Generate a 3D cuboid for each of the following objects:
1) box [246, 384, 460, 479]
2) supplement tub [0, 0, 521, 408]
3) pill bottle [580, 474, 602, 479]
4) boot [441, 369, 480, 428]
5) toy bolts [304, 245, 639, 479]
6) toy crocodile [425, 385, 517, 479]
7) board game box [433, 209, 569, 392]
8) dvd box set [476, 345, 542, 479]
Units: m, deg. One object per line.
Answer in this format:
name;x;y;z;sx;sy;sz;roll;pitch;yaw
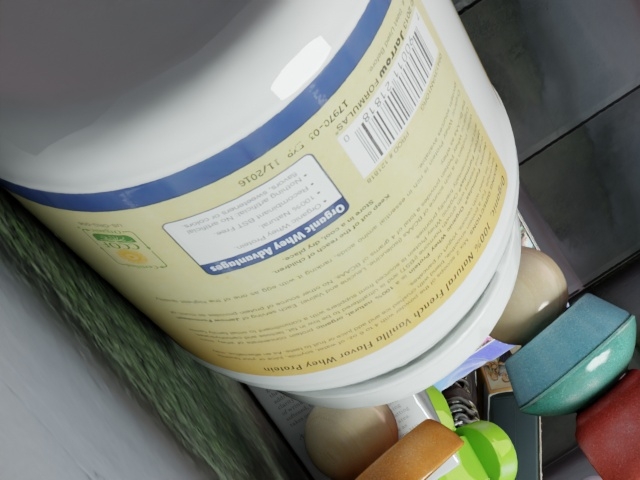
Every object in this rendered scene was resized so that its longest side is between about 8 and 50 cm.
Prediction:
box;0.007;0.090;0.932;0.170;0.091;0.130;56;4;-15
supplement tub;-0.029;-0.060;0.679;0.228;0.228;0.316;59;4;36
pill bottle;0.235;0.289;1.201;0.124;0.221;0.124;57;3;-5
boot;0.132;0.145;1.334;0.229;0.091;0.263;-92;171;-75
toy bolts;0.092;0.112;0.773;0.158;0.228;0.218;50;2;9
toy crocodile;0.130;0.260;1.101;0.115;0.105;0.340;-12;63;-41
board game box;0.050;0.001;1.180;0.291;0.232;0.141;55;4;-43
dvd box set;0.197;0.169;1.660;0.420;0.062;0.308;-101;-177;-56
